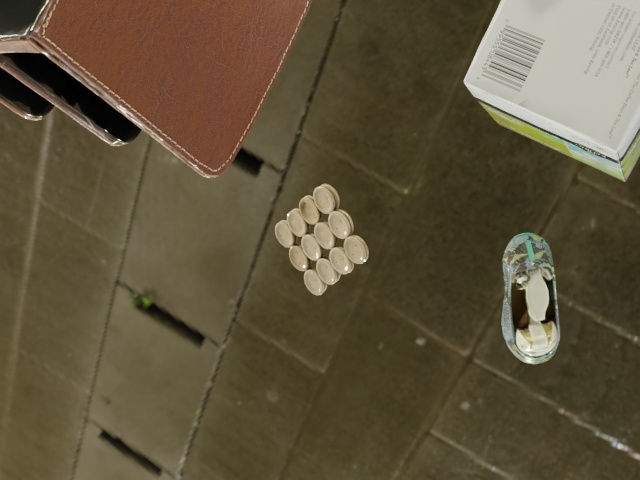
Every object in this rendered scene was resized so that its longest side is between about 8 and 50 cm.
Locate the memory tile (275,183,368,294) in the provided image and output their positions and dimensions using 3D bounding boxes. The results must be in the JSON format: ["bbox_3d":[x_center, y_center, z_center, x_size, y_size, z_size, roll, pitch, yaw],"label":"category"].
[{"bbox_3d":[0.000,0.000,1.360,0.113,0.012,0.148,57,143,5],"label":"memory tile"}]

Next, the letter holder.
[{"bbox_3d":[-0.127,-0.222,0.836,0.152,0.301,0.214,7,158,41],"label":"letter holder"}]

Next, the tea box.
[{"bbox_3d":[0.380,-0.283,1.419,0.220,0.323,0.329,28,94,19],"label":"tea box"}]

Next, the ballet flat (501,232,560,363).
[{"bbox_3d":[0.236,0.081,1.184,0.070,0.070,0.188,4,129,28],"label":"ballet flat"}]
